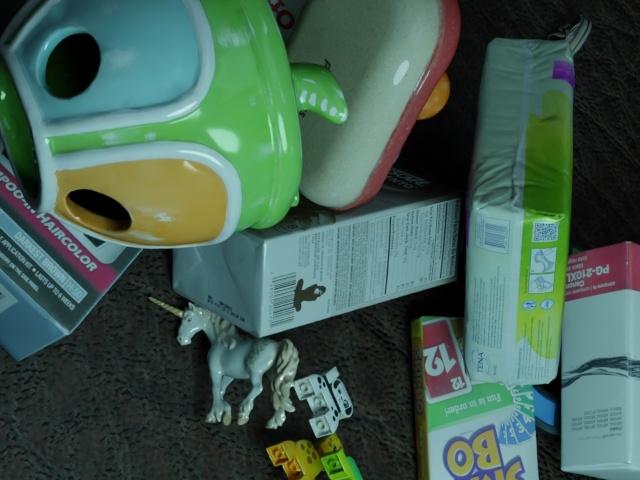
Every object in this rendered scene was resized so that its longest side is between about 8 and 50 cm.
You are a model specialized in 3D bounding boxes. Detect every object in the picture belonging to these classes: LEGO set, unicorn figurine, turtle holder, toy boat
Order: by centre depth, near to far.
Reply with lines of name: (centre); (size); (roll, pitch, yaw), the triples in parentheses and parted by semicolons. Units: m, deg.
turtle holder: (-0.143, -0.147, 1.184); (0.227, 0.243, 0.320); (-16, 92, -21)
toy boat: (0.056, -0.142, 1.348); (0.151, 0.231, 0.151); (-3, 42, -42)
unicorn figurine: (-0.080, 0.113, 1.370); (0.060, 0.162, 0.111); (21, 73, -60)
LEGO set: (0.021, 0.222, 1.404); (0.093, 0.087, 0.227); (-36, 104, -60)

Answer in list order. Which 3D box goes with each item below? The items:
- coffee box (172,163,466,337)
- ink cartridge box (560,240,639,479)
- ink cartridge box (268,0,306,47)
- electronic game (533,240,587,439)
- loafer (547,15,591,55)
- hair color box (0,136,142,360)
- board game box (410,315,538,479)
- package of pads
coffee box: (0.000, 0.000, 1.418); (0.246, 0.141, 0.098); (-15, 117, -38)
ink cartridge box: (0.346, 0.140, 1.603); (0.172, 0.100, 0.237); (17, 69, -37)
ink cartridge box: (0.024, -0.331, 1.392); (0.201, 0.278, 0.117); (53, 24, -1)
electronic game: (0.260, 0.104, 1.639); (0.229, 0.048, 0.229); (13, 67, -31)
loafer: (0.282, -0.228, 1.776); (0.039, 0.045, 0.125); (39, 58, -10)
hair color box: (-0.203, -0.093, 1.342); (0.185, 0.113, 0.374); (46, 53, -13)
board game box: (0.158, 0.207, 1.518); (0.124, 0.039, 0.259); (3, 78, -20)
package of pads: (0.197, -0.028, 1.493); (0.101, 0.229, 0.296); (4, 40, 8)
